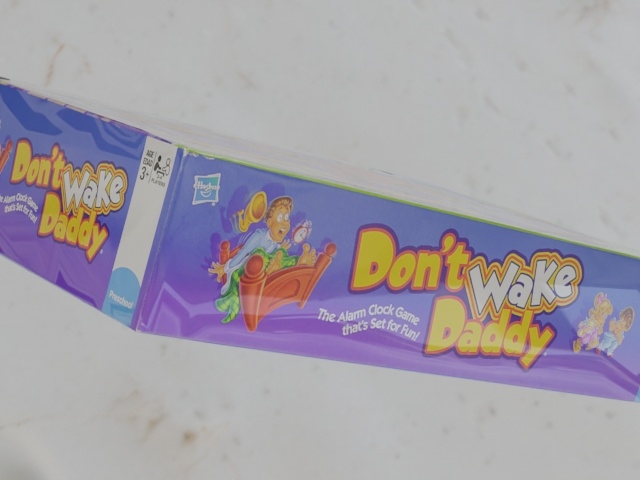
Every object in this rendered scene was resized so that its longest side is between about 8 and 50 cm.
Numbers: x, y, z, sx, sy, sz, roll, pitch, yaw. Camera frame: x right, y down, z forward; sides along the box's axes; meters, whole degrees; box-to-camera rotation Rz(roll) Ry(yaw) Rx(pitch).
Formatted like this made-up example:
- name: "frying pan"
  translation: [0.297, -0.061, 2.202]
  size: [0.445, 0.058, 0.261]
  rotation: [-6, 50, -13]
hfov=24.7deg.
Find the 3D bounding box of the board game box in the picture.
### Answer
- name: "board game box"
  translation: [0.000, 0.000, 0.765]
  size: [0.347, 0.233, 0.078]
  rotation: [11, 97, -40]
